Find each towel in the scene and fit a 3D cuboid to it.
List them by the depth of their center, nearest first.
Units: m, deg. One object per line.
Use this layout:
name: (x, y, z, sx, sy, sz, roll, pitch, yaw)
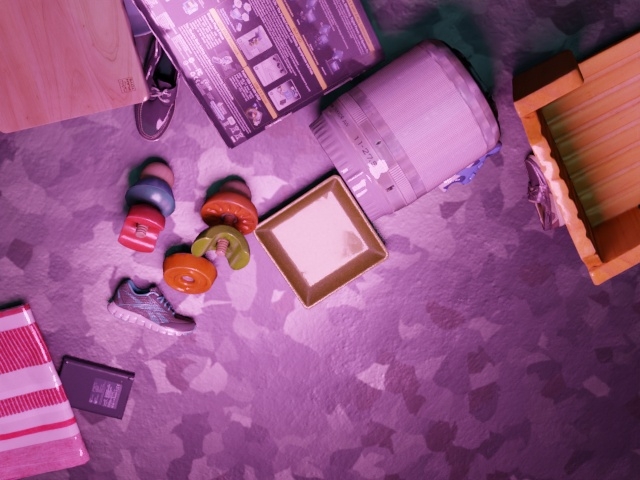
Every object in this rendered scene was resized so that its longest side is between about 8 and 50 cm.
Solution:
towel: (-0.593, 0.296, 1.505, 0.237, 0.037, 0.329, -15, 104, 5)

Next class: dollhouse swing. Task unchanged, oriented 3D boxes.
dollhouse swing: (0.538, -0.172, 1.387, 0.305, 0.315, 0.347, -22, 105, 20)

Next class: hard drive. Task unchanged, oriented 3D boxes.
hard drive: (-0.430, 0.280, 1.535, 0.135, 0.022, 0.094, 17, 102, -9)

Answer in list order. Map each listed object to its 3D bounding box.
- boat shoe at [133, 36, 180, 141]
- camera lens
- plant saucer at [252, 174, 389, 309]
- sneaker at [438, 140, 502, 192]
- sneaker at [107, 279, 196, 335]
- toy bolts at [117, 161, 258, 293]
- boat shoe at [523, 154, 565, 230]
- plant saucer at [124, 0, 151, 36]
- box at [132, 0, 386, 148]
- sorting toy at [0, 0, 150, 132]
boat shoe: (-0.279, -0.269, 1.392, 0.075, 0.065, 0.206, 15, 102, -9)
camera lens: (0.147, -0.188, 1.370, 0.274, 0.219, 0.219, -34, 104, 4)
plant saucer: (0.000, 0.000, 1.493, 0.188, 0.045, 0.188, -33, 105, 3)
sneaker: (0.268, -0.139, 1.481, 0.144, 0.053, 0.059, -26, 104, 10)
sneaker: (-0.303, 0.123, 1.490, 0.166, 0.065, 0.076, 20, 97, -11)
toy bolts: (-0.244, -0.035, 1.445, 0.228, 0.159, 0.218, 23, 141, -20)
boat shoe: (0.410, -0.085, 1.503, 0.049, 0.056, 0.152, -30, 105, -3)
plant saucer: (-0.325, -0.442, 1.360, 0.194, 0.037, 0.195, -1, 104, -3)
box: (-0.113, -0.383, 1.295, 0.318, 0.097, 0.395, -30, 127, 4)
sorting toy: (-0.428, -0.332, 1.320, 0.255, 0.089, 0.257, -12, 108, 5)
